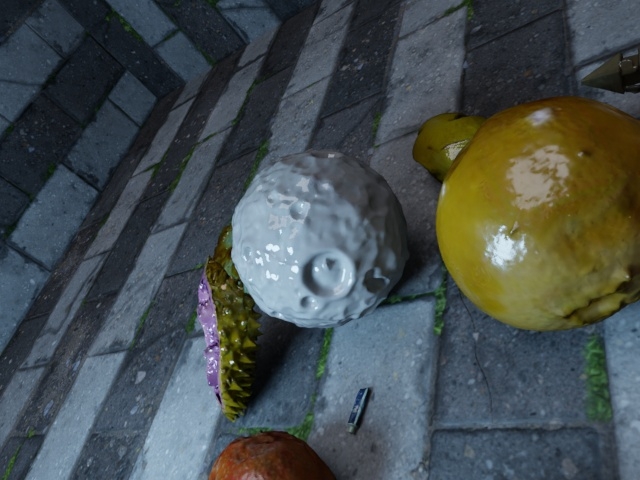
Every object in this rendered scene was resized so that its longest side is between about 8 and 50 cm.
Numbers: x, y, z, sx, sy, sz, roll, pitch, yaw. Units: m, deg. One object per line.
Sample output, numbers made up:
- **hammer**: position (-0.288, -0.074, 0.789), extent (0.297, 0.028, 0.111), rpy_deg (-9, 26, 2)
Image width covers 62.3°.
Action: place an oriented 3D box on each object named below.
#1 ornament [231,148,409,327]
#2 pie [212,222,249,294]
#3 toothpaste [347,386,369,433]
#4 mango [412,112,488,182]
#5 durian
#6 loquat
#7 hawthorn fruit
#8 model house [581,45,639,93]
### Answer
- **ornament**: position (0.000, 0.000, 0.985), extent (0.337, 0.337, 0.337), rpy_deg (-28, 38, 24)
- **pie**: position (-0.155, -0.003, 1.366), extent (0.354, 0.103, 0.289), rpy_deg (1, 56, 52)
- **toothpaste**: position (0.064, 0.291, 0.910), extent (0.027, 0.019, 0.083), rpy_deg (-30, 30, 50)
- **mango**: position (0.275, -0.190, 1.087), extent (0.167, 0.130, 0.262), rpy_deg (-38, 30, 1)
- **durian**: position (-0.166, 0.205, 1.038), extent (0.112, 0.342, 0.191), rpy_deg (-8, 13, -26)
- **loquat**: position (0.314, -0.036, 0.725), extent (0.328, 0.328, 0.329), rpy_deg (-28, 38, 24)
- **hawthorn fruit**: position (-0.088, 0.381, 0.828), extent (0.207, 0.207, 0.243), rpy_deg (-44, 25, 3)
- **model house**: position (0.546, -0.263, 0.826), extent (0.248, 0.176, 0.181), rpy_deg (-4, 52, 38)
